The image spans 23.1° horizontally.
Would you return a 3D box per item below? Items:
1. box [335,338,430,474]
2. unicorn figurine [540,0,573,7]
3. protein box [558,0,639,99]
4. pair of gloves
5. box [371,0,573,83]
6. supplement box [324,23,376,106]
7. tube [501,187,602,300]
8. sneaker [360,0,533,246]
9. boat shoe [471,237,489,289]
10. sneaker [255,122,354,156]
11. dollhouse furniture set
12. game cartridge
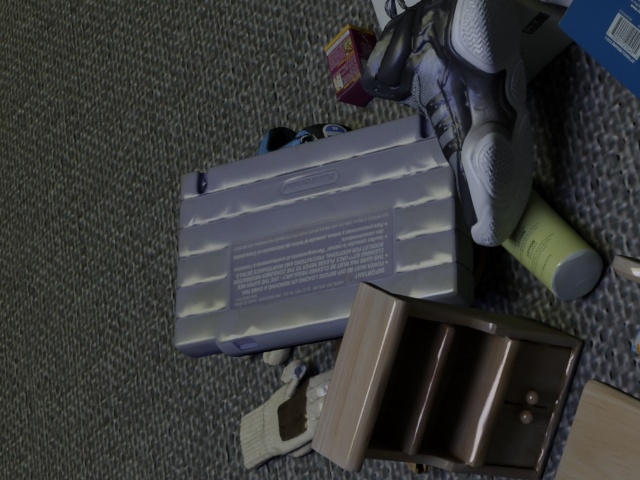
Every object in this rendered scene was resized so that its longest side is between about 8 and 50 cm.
[{"bbox_3d":[0.069,0.143,1.752,0.201,0.021,0.164,-138,42,-55],"label":"box"},{"bbox_3d":[0.266,-0.262,1.609,0.060,0.162,0.111,106,169,-60],"label":"unicorn figurine"},{"bbox_3d":[0.364,-0.221,1.432,0.201,0.136,0.200,-61,40,22],"label":"protein box"},{"bbox_3d":[-0.048,0.152,1.952,0.204,0.042,0.240,-24,62,48],"label":"pair of gloves"},{"bbox_3d":[0.167,-0.255,1.712,0.181,0.119,0.182,-44,49,38],"label":"box"},{"bbox_3d":[0.043,-0.215,1.925,0.055,0.043,0.083,-40,51,40],"label":"supplement box"},{"bbox_3d":[0.208,-0.022,1.654,0.070,0.062,0.240,-35,39,-2],"label":"tube"},{"bbox_3d":[0.129,-0.129,1.605,0.153,0.101,0.268,2,101,36],"label":"sneaker"},{"bbox_3d":[0.120,0.078,1.729,0.073,0.073,0.207,22,100,49],"label":"boat shoe"},{"bbox_3d":[0.005,-0.064,1.867,0.330,0.130,0.147,26,105,52],"label":"sneaker"},{"bbox_3d":[0.220,0.185,1.417,0.394,0.256,0.362,25,102,52],"label":"dollhouse furniture set"},{"bbox_3d":[0.000,0.000,1.727,0.355,0.068,0.230,-12,68,28],"label":"game cartridge"}]
